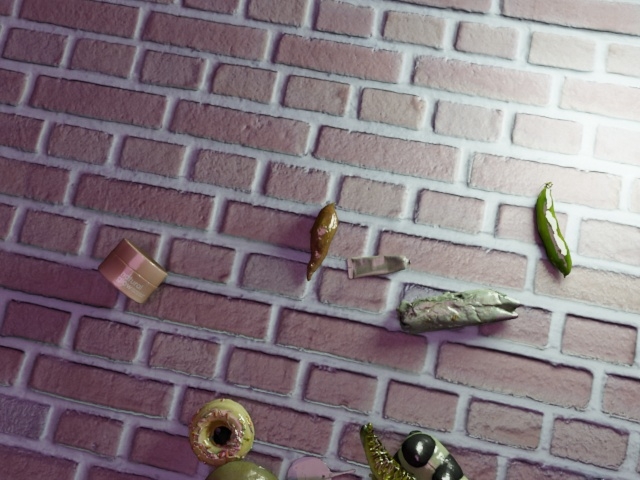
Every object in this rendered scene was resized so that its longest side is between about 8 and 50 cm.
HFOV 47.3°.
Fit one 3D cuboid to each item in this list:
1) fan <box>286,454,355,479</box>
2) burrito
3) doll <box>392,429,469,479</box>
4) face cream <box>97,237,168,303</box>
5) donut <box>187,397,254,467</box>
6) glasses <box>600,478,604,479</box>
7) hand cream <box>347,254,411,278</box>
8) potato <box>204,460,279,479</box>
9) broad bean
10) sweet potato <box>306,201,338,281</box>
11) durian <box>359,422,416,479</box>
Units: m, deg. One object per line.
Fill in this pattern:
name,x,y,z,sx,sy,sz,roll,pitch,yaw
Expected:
fan,0.002,0.587,1.814,0.175,0.005,0.113,-11,78,2
burrito,0.347,0.174,1.844,0.309,0.066,0.096,-7,83,3
doll,0.272,0.559,1.731,0.135,0.144,0.234,-24,62,-43
face cream,-0.482,0.078,1.880,0.149,0.149,0.104,39,84,11
donut,-0.251,0.482,1.823,0.174,0.068,0.175,-1,78,3
glasses,0.602,0.659,1.714,0.220,0.088,0.190,-24,77,-1
hand cream,0.153,0.064,1.903,0.165,0.037,0.057,-6,78,10
potato,-0.173,0.627,1.746,0.235,0.160,0.178,16,120,-6
broad bean,0.593,-0.026,1.877,0.065,0.046,0.255,-10,77,3
sweet potato,0.000,-0.003,1.907,0.068,0.068,0.226,16,81,7
durian,0.185,0.592,1.660,0.132,0.106,0.375,-42,75,38
